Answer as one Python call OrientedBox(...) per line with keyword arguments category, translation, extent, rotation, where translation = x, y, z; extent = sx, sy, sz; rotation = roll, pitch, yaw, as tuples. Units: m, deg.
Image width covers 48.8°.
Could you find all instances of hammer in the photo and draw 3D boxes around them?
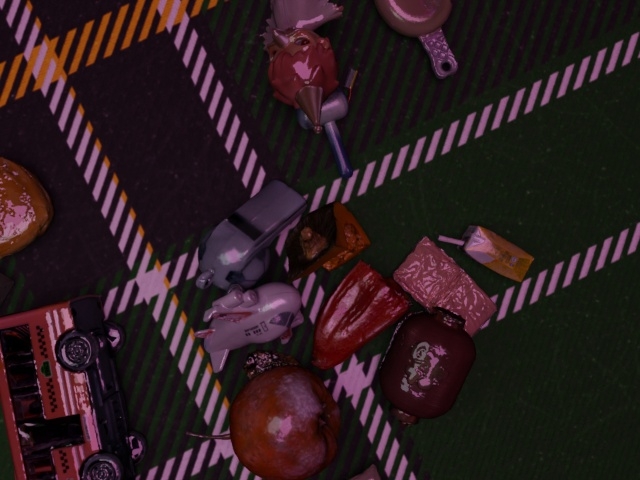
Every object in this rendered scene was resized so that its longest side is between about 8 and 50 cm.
OrientedBox(category="hammer", translation=(0.025, -0.224, 1.522), extent=(0.116, 0.069, 0.194), rotation=(-20, 96, -2))

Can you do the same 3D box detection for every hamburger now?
OrientedBox(category="hamburger", translation=(-0.671, -0.062, 1.466), extent=(0.213, 0.108, 0.214), rotation=(0, 86, -7))

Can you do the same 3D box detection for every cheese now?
OrientedBox(category="cheese", translation=(0.221, -0.487, 1.528), extent=(0.163, 0.082, 0.286), rotation=(-28, 93, -2))

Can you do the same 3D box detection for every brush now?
OrientedBox(category="brush", translation=(0.061, -0.333, 1.545), extent=(0.021, 0.019, 0.083), rotation=(14, 91, -19))

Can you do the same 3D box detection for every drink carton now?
OrientedBox(category="drink carton", translation=(0.354, 0.014, 1.526), extent=(0.200, 0.084, 0.074), rotation=(30, 92, -7))

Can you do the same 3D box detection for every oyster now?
OrientedBox(category="oyster", translation=(-0.100, 0.270, 1.526), extent=(0.132, 0.029, 0.086), rotation=(-18, 90, -1))

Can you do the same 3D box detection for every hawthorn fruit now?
OrientedBox(category="hawthorn fruit", translation=(-0.074, 0.377, 1.445), extent=(0.235, 0.263, 0.231), rotation=(48, 54, -12))

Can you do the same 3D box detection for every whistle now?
OrientedBox(category="whistle", translation=(-0.158, 0.011, 1.484), extent=(0.163, 0.163, 0.289), rotation=(49, 53, -2))

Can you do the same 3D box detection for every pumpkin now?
OrientedBox(category="pumpkin", translation=(-0.003, -0.002, 1.438), extent=(0.131, 0.248, 0.126), rotation=(-31, 83, 17))

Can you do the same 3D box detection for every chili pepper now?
OrientedBox(category="chili pepper", translation=(0.060, 0.165, 1.502), extent=(0.252, 0.136, 0.144), rotation=(-44, 120, 5))

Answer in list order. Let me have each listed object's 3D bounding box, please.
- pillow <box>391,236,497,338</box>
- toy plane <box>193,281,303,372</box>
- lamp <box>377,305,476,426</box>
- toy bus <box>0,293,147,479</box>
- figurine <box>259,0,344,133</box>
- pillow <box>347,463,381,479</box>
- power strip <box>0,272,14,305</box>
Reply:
OrientedBox(category="pillow", translation=(0.272, 0.110, 1.543), extent=(0.232, 0.043, 0.126), rotation=(45, 82, 1))
OrientedBox(category="toy plane", translation=(-0.143, 0.168, 1.443), extent=(0.252, 0.252, 0.118), rotation=(-17, 59, -3))
OrientedBox(category="lamp", translation=(0.215, 0.262, 1.470), extent=(0.180, 0.180, 0.258), rotation=(25, 97, -2))
OrientedBox(category="toy bus", translation=(-0.511, 0.334, 1.422), extent=(0.233, 0.203, 0.427), rotation=(-11, 89, 1))
OrientedBox(category="figurine", translation=(-0.046, -0.385, 1.440), extent=(0.207, 0.166, 0.387), rotation=(-14, 66, 31))
OrientedBox(category="pillow", translation=(0.040, 0.617, 1.511), extent=(0.270, 0.067, 0.173), rotation=(-29, 96, -2))
OrientedBox(category="power strip", translation=(-0.746, 0.204, 1.459), extent=(0.058, 0.098, 0.338), rotation=(30, 88, -5))
